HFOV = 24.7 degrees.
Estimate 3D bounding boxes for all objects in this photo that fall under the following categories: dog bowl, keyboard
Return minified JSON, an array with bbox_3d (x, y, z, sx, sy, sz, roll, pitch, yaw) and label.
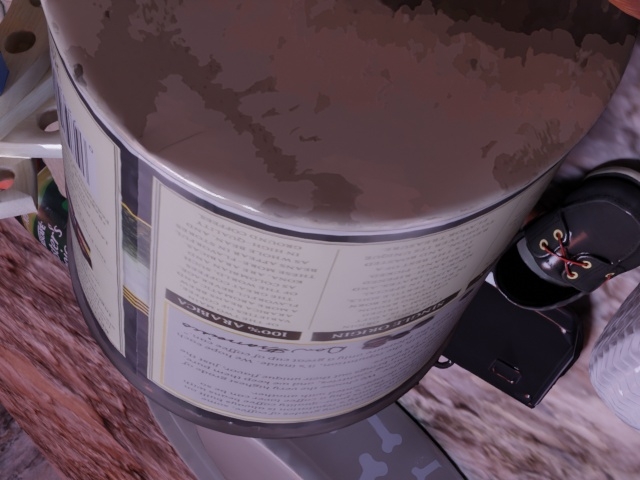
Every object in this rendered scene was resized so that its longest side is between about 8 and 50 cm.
[{"bbox_3d":[0.007,0.207,1.218,0.348,0.102,0.349,40,160,18],"label":"dog bowl"},{"bbox_3d":[0.000,0.000,0.846,0.317,0.033,0.201,32,156,8],"label":"keyboard"}]

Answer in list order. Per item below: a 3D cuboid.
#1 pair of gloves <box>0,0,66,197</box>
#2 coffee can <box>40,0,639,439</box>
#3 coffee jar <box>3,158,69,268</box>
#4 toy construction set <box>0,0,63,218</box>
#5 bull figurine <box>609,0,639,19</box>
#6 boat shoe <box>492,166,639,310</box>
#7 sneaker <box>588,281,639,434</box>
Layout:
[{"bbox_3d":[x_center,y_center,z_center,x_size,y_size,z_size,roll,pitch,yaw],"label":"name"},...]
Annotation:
[{"bbox_3d":[-0.153,-0.092,1.055,0.240,0.042,0.204,18,141,44],"label":"pair of gloves"},{"bbox_3d":[-0.007,-0.048,0.597,0.201,0.201,0.275,43,160,9],"label":"coffee can"},{"bbox_3d":[-0.185,-0.007,1.229,0.184,0.079,0.096,40,160,18],"label":"coffee jar"},{"bbox_3d":[-0.149,-0.175,0.677,0.215,0.151,0.328,57,153,37],"label":"toy construction set"},{"bbox_3d":[0.043,-0.192,0.359,0.310,0.101,0.188,49,159,-6],"label":"bull figurine"},{"bbox_3d":[0.120,0.003,0.676,0.049,0.042,0.133,48,159,0],"label":"boat shoe"},{"bbox_3d":[0.230,0.049,0.411,0.210,0.137,0.366,43,163,0],"label":"sneaker"}]
